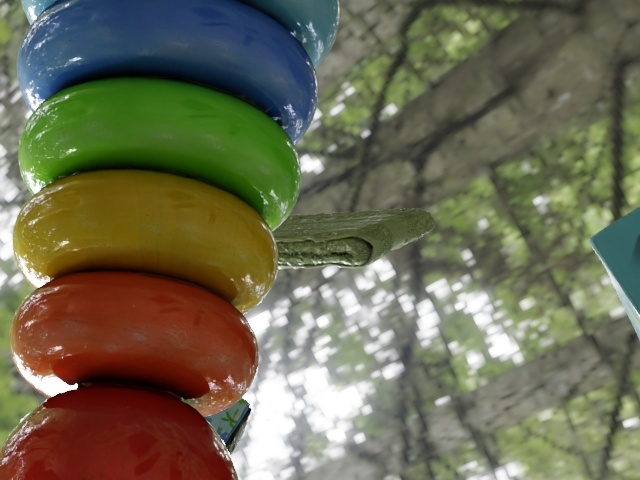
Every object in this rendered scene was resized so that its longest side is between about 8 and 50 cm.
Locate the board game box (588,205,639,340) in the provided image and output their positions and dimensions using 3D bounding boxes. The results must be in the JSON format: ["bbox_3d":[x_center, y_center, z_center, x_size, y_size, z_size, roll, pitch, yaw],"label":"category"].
[{"bbox_3d":[0.283,0.015,0.943,0.253,0.336,0.079,-32,-114,5],"label":"board game box"}]

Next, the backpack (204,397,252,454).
[{"bbox_3d":[-0.103,0.123,1.127,0.084,0.114,0.105,39,-133,-7],"label":"backpack"}]

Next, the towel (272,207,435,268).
[{"bbox_3d":[0.000,0.000,1.397,0.110,0.148,0.027,-23,-74,-57],"label":"towel"}]

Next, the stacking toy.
[{"bbox_3d":[-0.065,-0.020,0.706,0.141,0.141,0.330,18,-113,-25],"label":"stacking toy"}]
